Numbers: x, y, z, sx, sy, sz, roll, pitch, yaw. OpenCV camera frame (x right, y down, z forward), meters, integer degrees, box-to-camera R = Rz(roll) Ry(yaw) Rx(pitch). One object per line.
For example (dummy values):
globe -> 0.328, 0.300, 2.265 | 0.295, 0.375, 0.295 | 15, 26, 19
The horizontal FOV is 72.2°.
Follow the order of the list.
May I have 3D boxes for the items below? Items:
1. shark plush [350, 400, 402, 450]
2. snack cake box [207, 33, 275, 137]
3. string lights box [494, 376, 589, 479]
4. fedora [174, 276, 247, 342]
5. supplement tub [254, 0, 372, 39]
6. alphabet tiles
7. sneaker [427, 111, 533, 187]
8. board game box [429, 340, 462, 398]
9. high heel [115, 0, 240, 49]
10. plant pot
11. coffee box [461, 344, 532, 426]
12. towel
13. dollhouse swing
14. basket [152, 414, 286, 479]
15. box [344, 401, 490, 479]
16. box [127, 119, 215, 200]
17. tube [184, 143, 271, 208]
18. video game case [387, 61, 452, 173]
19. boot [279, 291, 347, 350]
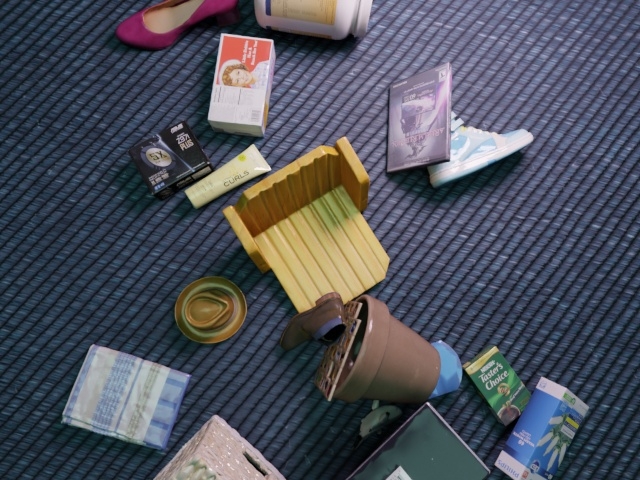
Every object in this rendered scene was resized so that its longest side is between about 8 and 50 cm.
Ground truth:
shark plush -> 0.146, 0.498, 1.158 | 0.161, 0.073, 0.067 | -50, 117, -12
snack cake box -> -0.222, -0.442, 1.259 | 0.152, 0.089, 0.264 | 7, 81, 1
string lights box -> 0.574, 0.505, 1.137 | 0.133, 0.076, 0.260 | 36, 81, -26
fedora -> -0.297, 0.184, 1.171 | 0.194, 0.079, 0.194 | 0, 82, -3
supplement tub -> -0.013, -0.698, 1.233 | 0.316, 0.228, 0.228 | 8, 82, -1
alphabet tiles -> 0.045, 0.266, 1.113 | 0.009, 0.198, 0.237 | 24, 81, -8
sneaker -> 0.428, -0.299, 1.246 | 0.319, 0.127, 0.208 | -23, 85, -6
board game box -> 0.296, 0.352, 1.193 | 0.168, 0.033, 0.133 | -21, 81, 5
high heel -> -0.414, -0.660, 1.235 | 0.377, 0.181, 0.127 | -19, 83, -5
plant pot -> 0.163, 0.297, 1.097 | 0.229, 0.263, 0.263 | 24, 81, -9
coffee box -> 0.480, 0.391, 1.190 | 0.113, 0.040, 0.184 | -33, 84, -7
towel -> -0.507, 0.411, 1.154 | 0.285, 0.034, 0.209 | 17, 79, -2
dollhouse swing -> 0.000, 0.000, 1.119 | 0.346, 0.315, 0.305 | -31, 73, -7
basket -> -0.264, 0.663, 1.012 | 0.328, 0.266, 0.331 | 43, 84, 3
box -> 0.181, 0.559, 1.001 | 0.343, 0.312, 0.179 | -41, 67, -6
box -> -0.413, -0.222, 1.225 | 0.180, 0.077, 0.147 | -30, 83, -6
tube -> -0.265, -0.177, 1.237 | 0.240, 0.062, 0.070 | -33, 125, -11
video game case -> 0.274, -0.336, 1.228 | 0.026, 0.196, 0.274 | 12, 78, -43
boot -> -0.021, 0.236, 1.133 | 0.082, 0.106, 0.219 | 36, 107, -32
